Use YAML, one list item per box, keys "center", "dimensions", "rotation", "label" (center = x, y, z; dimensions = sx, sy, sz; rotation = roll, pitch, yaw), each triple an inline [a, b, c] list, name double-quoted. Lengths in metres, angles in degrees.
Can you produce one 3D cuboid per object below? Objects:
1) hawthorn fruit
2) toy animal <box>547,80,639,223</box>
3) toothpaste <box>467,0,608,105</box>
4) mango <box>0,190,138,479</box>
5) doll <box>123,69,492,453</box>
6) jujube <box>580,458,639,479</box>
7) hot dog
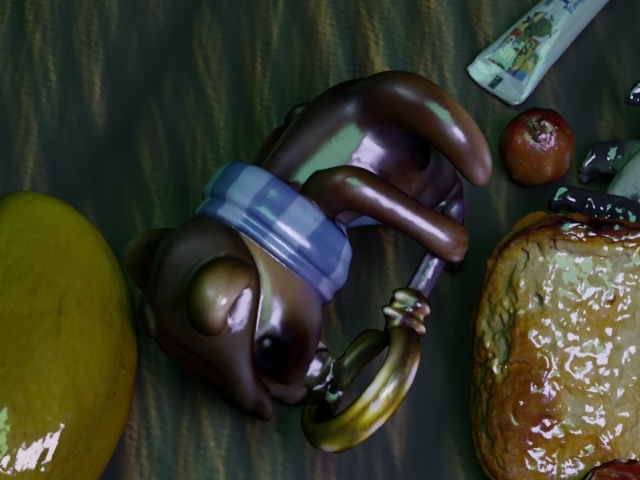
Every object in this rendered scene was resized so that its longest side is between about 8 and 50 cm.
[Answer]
- center: [0.201, -0.089, 1.599]
  dimensions: [0.077, 0.077, 0.077]
  rotation: [-1, 60, 2]
  label: "hawthorn fruit"
- center: [0.273, -0.026, 1.554]
  dimensions: [0.121, 0.094, 0.225]
  rotation: [34, 66, 10]
  label: "toy animal"
- center: [0.248, -0.231, 1.702]
  dimensions: [0.067, 0.037, 0.255]
  rotation: [38, 73, 22]
  label: "toothpaste"
- center: [-0.250, 0.110, 1.471]
  dimensions: [0.195, 0.142, 0.331]
  rotation: [16, 59, 6]
  label: "mango"
- center: [0.003, 0.003, 1.506]
  dimensions: [0.340, 0.209, 0.318]
  rotation: [-45, 35, -22]
  label: "doll"
- center: [0.276, 0.241, 1.359]
  dimensions: [0.176, 0.109, 0.112]
  rotation: [28, 56, 7]
  label: "jujube"
- center: [0.211, 0.104, 1.453]
  dimensions: [0.175, 0.114, 0.259]
  rotation: [8, 95, -1]
  label: "hot dog"
